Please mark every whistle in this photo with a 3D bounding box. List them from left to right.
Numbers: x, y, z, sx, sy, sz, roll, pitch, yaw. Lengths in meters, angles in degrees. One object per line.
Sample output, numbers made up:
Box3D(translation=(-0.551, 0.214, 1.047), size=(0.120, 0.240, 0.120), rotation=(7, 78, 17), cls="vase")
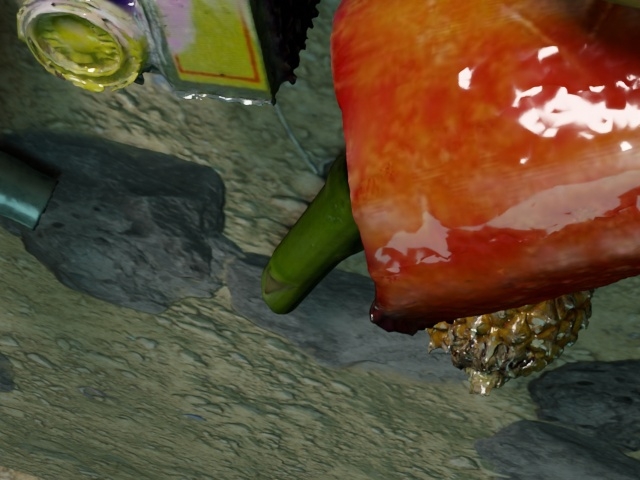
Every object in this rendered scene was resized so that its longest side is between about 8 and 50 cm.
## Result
Box3D(translation=(-0.404, -0.103, 0.953), size=(0.312, 0.062, 0.062), rotation=(28, 149, -18), cls="whistle")

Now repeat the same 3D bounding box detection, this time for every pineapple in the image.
Box3D(translation=(0.159, 0.080, 0.892), size=(0.161, 0.137, 0.176), rotation=(22, 151, -8), cls="pineapple")

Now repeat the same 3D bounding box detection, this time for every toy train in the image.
Box3D(translation=(-0.096, -0.187, 0.576), size=(0.177, 0.134, 0.261), rotation=(9, 150, 13), cls="toy train")

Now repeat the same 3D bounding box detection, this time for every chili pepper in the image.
Box3D(translation=(0.182, -0.066, 0.538), size=(0.305, 0.229, 0.251), rotation=(-3, 177, 24), cls="chili pepper")

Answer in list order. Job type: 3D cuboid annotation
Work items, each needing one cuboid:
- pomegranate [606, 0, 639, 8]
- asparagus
Box3D(translation=(0.147, -0.201, 0.326), size=(0.260, 0.260, 0.260), rotation=(13, 150, 7), cls="pomegranate")
Box3D(translation=(0.001, -0.002, 0.921), size=(0.067, 0.060, 0.277), rotation=(6, 155, -21), cls="asparagus")
